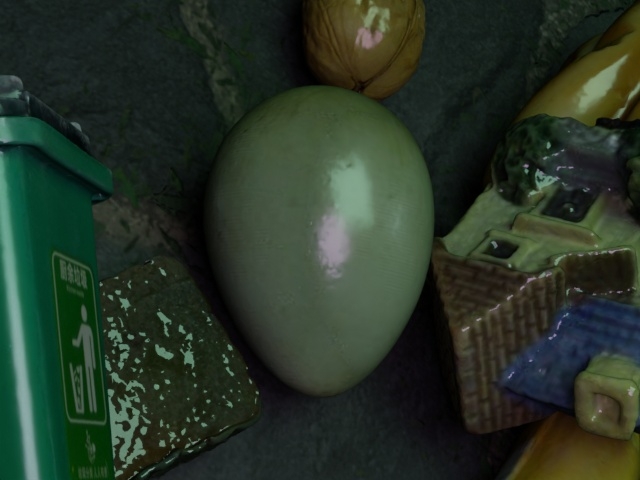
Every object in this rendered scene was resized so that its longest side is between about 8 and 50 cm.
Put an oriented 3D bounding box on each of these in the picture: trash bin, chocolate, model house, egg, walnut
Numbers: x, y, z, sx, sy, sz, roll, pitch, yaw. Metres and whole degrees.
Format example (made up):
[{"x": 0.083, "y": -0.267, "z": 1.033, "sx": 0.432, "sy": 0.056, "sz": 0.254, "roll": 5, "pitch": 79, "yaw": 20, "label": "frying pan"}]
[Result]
[{"x": -0.294, "y": 0.095, "z": 1.036, "sx": 0.295, "sy": 0.259, "sz": 0.381, "roll": -12, "pitch": 80, "yaw": 5, "label": "trash bin"}, {"x": 0.233, "y": 0.268, "z": 1.431, "sx": 0.162, "sy": 0.162, "sz": 0.445, "roll": 44, "pitch": 46, "yaw": -9, "label": "chocolate"}, {"x": 0.255, "y": 0.052, "z": 1.381, "sx": 0.266, "sy": 0.321, "sz": 0.261, "roll": -46, "pitch": 138, "yaw": -41, "label": "model house"}, {"x": 0.000, "y": 0.000, "z": 1.340, "sx": 0.218, "sy": 0.218, "sz": 0.295, "roll": 3, "pitch": 78, "yaw": -34, "label": "egg"}, {"x": 0.045, "y": -0.237, "z": 1.543, "sx": 0.144, "sy": 0.144, "sz": 0.180, "roll": 28, "pitch": 50, "yaw": -21, "label": "walnut"}]

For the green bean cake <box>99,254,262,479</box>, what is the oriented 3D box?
[{"x": -0.166, "y": 0.124, "z": 1.238, "sx": 0.181, "sy": 0.094, "sz": 0.173, "roll": -26, "pitch": 83, "yaw": -40, "label": "green bean cake"}]

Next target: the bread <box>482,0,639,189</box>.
[{"x": 0.374, "y": -0.113, "z": 1.682, "sx": 0.245, "sy": 0.329, "sz": 0.424, "roll": 21, "pitch": 44, "yaw": 26, "label": "bread"}]
